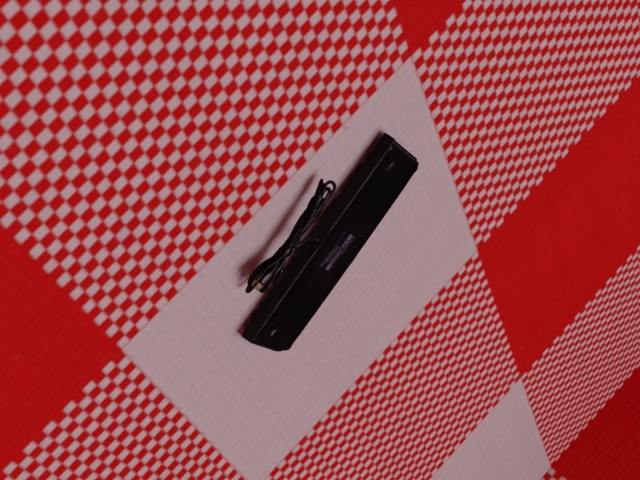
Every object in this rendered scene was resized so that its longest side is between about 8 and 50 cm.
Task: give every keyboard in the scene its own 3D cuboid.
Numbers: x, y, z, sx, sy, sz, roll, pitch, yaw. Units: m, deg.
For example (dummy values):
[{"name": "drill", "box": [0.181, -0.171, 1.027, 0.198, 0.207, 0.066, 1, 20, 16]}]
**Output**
[{"name": "keyboard", "box": [0.000, 0.000, 1.613, 0.317, 0.033, 0.201, -55, 155, 2]}]
